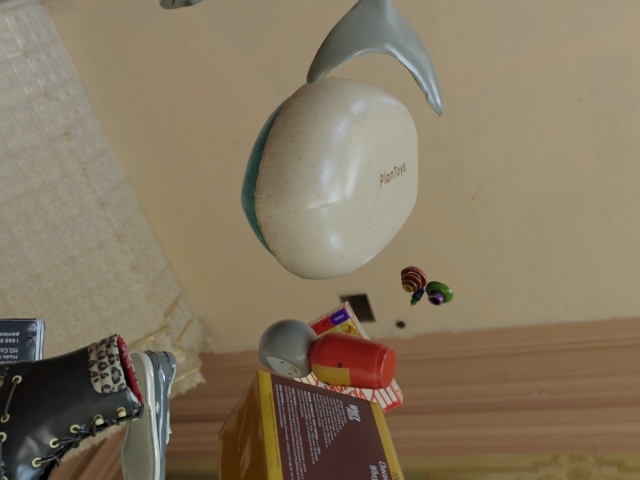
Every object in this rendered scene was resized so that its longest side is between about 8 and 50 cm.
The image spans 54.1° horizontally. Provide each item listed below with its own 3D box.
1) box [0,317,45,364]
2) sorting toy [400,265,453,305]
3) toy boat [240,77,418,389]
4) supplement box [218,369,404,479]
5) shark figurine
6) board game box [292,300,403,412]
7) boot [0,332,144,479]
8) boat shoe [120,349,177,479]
[{"bbox_3d":[-0.715,0.405,1.203,0.297,0.471,0.480,3,166,-28],"label":"box"},{"bbox_3d":[0.178,0.090,1.093,0.042,0.102,0.061,-55,179,-33],"label":"sorting toy"},{"bbox_3d":[0.000,0.000,0.631,0.148,0.318,0.267,6,-166,27],"label":"toy boat"},{"bbox_3d":[-0.013,0.296,0.789,0.194,0.129,0.191,20,-153,-22],"label":"supplement box"},{"bbox_3d":[0.000,-0.208,0.458,0.116,0.166,0.278,8,-158,-49],"label":"shark figurine"},{"bbox_3d":[0.031,0.223,1.077,0.147,0.193,0.045,-31,-175,12],"label":"board game box"},{"bbox_3d":[-0.280,0.224,0.675,0.179,0.085,0.236,-17,-114,-7],"label":"boot"},{"bbox_3d":[-0.331,0.378,1.259,0.116,0.319,0.099,-1,-178,37],"label":"boat shoe"}]
